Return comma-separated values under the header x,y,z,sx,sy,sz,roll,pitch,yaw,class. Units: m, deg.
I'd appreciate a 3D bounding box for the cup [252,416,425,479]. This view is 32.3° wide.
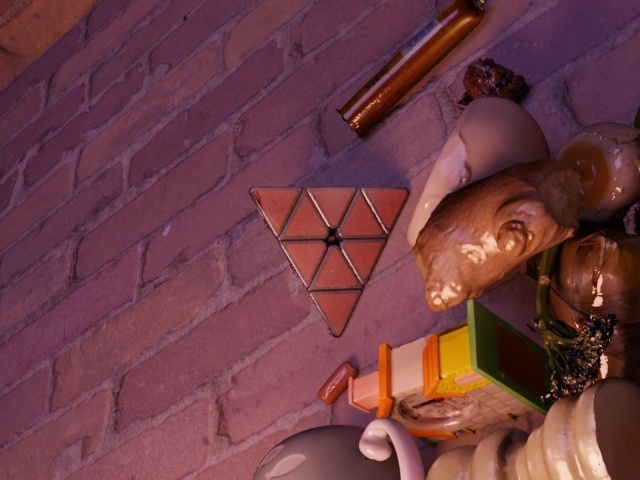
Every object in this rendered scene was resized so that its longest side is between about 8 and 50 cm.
x,y,z,sx,sy,sz,roll,pitch,yaw,class
0.045,0.388,1.535,0.274,0.260,0.356,-104,33,-50,cup

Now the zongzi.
x,y,z,sx,sy,sz,roll,pitch,yaw,class
0.376,0.121,1.574,0.260,0.123,0.289,-157,70,-72,zongzi

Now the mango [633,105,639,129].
x,y,z,sx,sy,sz,roll,pitch,yaw,class
0.573,-0.221,1.611,0.237,0.091,0.137,-7,51,46,mango

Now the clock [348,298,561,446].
x,y,z,sx,sy,sz,roll,pitch,yaw,class
0.184,0.215,1.588,0.255,0.220,0.106,-27,46,34,clock

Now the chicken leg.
x,y,z,sx,sy,sz,roll,pitch,yaw,class
0.314,-0.243,1.946,0.125,0.080,0.196,-55,42,16,chicken leg

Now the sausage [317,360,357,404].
x,y,z,sx,sy,sz,roll,pitch,yaw,class
0.029,0.245,1.899,0.083,0.034,0.034,-51,36,3,sausage

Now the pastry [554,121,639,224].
x,y,z,sx,sy,sz,roll,pitch,yaw,class
0.420,-0.100,1.652,0.166,0.088,0.165,2,92,50,pastry

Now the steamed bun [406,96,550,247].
x,y,z,sx,sy,sz,roll,pitch,yaw,class
0.264,-0.078,1.733,0.283,0.177,0.283,-62,-8,-16,steamed bun

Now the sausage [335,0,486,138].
x,y,z,sx,sy,sz,roll,pitch,yaw,class
0.185,-0.355,2.174,0.371,0.082,0.082,-43,37,15,sausage

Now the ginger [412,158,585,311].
x,y,z,sx,sy,sz,roll,pitch,yaw,class
0.241,-0.010,1.513,0.275,0.130,0.221,-45,17,6,ginger

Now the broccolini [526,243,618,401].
x,y,z,sx,sy,sz,roll,pitch,yaw,class
0.322,0.080,1.428,0.123,0.062,0.271,-34,31,30,broccolini

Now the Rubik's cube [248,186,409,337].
x,y,z,sx,sy,sz,roll,pitch,yaw,class
0.000,0.001,2.036,0.228,0.233,0.228,23,121,18,Rubik's cube

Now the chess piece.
x,y,z,sx,sy,sz,roll,pitch,yaw,class
0.282,0.311,1.458,0.330,0.182,0.182,-29,42,40,chess piece

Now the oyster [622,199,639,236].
x,y,z,sx,sy,sz,roll,pitch,yaw,class
0.553,-0.071,1.525,0.214,0.083,0.222,9,62,49,oyster
